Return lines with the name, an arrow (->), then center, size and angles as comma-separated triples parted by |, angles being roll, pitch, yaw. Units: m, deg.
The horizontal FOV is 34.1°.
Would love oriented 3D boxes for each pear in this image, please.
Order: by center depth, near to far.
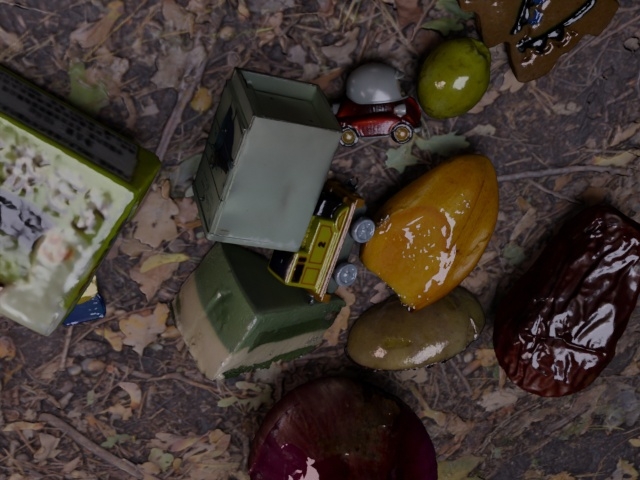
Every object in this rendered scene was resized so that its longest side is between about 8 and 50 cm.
pear -> 0.193, -0.237, 1.518 | 0.107, 0.107, 0.131 | 13, 137, -25

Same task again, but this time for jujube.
jujube -> 0.437, 0.100, 1.790 | 0.216, 0.216, 0.342 | 17, 111, -27

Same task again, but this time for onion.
onion -> 0.048, 0.417, 1.772 | 0.347, 0.385, 0.348 | -1, 99, -8

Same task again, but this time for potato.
potato -> 0.169, 0.144, 1.790 | 0.261, 0.120, 0.100 | -16, 122, -6

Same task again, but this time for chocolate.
chocolate -> -0.412, -0.049, 1.402 | 0.300, 0.137, 0.289 | 29, 105, -18

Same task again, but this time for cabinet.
cabinet -> -0.082, -0.115, 1.499 | 0.150, 0.145, 0.206 | 8, 122, -22

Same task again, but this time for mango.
mango -> 0.191, -0.025, 1.659 | 0.187, 0.138, 0.257 | 41, 104, -18

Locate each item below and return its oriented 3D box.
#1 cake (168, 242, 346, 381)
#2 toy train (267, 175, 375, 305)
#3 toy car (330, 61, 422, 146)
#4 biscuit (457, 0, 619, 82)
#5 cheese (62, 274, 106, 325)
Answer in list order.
cake -> -0.076, 0.148, 1.683 | 0.283, 0.172, 0.158 | 25, 117, -33
toy train -> 0.000, 0.000, 1.614 | 0.127, 0.089, 0.219 | 9, 108, -37
toy car -> 0.075, -0.203, 1.519 | 0.139, 0.112, 0.112 | -7, 113, 0
biscuit -> 0.301, -0.366, 1.495 | 0.301, 0.043, 0.278 | 14, 120, -25
cheese -> -0.385, 0.027, 1.561 | 0.156, 0.064, 0.250 | -11, 125, -8
